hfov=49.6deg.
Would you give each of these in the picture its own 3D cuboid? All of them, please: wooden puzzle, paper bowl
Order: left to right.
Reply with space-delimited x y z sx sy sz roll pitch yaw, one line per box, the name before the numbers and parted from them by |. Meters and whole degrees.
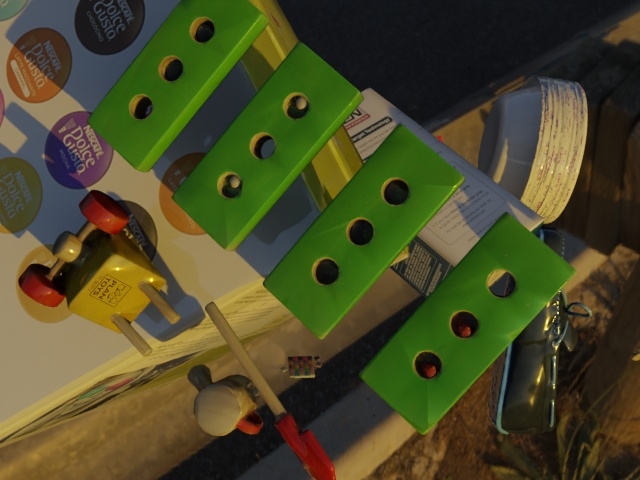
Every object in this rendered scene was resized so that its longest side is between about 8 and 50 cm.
wooden puzzle | -0.038 0.250 1.371 0.083 0.006 0.049 0 43 -10
paper bowl | 0.404 -0.182 1.366 0.148 0.284 0.284 10 45 1

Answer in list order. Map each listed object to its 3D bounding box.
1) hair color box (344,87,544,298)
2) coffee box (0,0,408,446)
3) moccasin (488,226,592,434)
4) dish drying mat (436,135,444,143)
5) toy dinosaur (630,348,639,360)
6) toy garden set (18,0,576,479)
hair color box | 0.128 -0.065 1.021 0.174 0.105 0.347 -33 64 -31
coffee box | -0.158 -0.060 0.614 0.334 0.338 0.337 -29 80 13
moccasin | 0.352 0.145 1.113 0.117 0.342 0.137 8 16 3
dish drying mat | 0.190 -0.122 1.092 0.032 0.008 0.083 -20 86 -7
toy dinosaur | 0.426 0.077 0.803 0.053 0.092 0.183 23 74 40
toy garden set | -0.030 0.011 0.378 0.244 0.049 0.204 42 98 11
